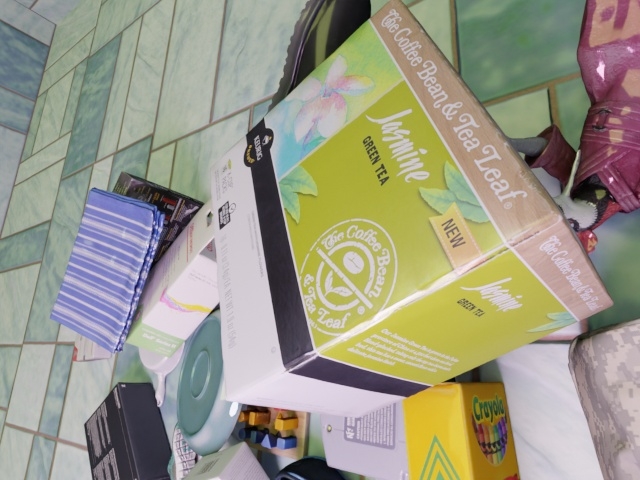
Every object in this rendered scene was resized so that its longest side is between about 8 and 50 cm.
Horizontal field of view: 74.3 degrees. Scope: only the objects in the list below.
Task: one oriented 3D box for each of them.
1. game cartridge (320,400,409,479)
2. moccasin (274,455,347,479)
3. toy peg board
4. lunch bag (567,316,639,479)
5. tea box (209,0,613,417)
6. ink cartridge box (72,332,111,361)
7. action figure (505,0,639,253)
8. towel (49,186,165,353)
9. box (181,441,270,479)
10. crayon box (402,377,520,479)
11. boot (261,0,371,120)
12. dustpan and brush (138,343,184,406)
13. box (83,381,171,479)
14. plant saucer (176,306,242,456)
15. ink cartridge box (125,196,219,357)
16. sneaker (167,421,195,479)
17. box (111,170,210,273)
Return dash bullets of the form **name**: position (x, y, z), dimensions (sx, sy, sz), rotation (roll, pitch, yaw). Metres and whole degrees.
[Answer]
- **game cartridge**: position (0.088, 0.241, 0.730), dimensions (0.196, 0.060, 0.294), rotation (-6, 72, 33)
- **moccasin**: position (0.049, 0.478, 0.639), dimensions (0.342, 0.117, 0.137), rotation (21, 89, 40)
- **toy peg board**: position (-0.107, 0.335, 0.833), dimensions (0.161, 0.079, 0.160), rotation (-7, 71, 37)
- **lunch bag**: position (0.368, 0.212, 0.386), dimensions (0.213, 0.256, 0.304), rotation (-18, 65, 33)
- **tea box**: position (0.062, -0.019, 0.486), dimensions (0.324, 0.220, 0.328), rotation (-35, 49, 23)
- **ink cartridge box**: position (-0.711, 0.325, 1.324), dimensions (0.135, 0.056, 0.099), rotation (-15, 67, 34)
- **action figure**: position (0.393, -0.155, 0.553), dimensions (0.248, 0.276, 0.370), rotation (33, 114, 45)
- **towel**: position (-0.492, 0.058, 0.959), dimensions (0.243, 0.040, 0.335), rotation (17, 89, 24)
- **box**: position (-0.157, 0.480, 0.769), dimensions (0.130, 0.091, 0.170), rotation (-30, 93, 27)
- **crayon box**: position (0.187, 0.294, 0.536), dimensions (0.081, 0.202, 0.318), rotation (-16, 67, 33)
- **boot**: position (0.124, -0.182, 0.696), dimensions (0.445, 0.146, 0.366), rotation (39, 118, 26)
- **dustpan and brush**: position (-0.419, 0.321, 1.105), dimensions (0.147, 0.060, 0.211), rotation (-8, 64, 23)
- **box**: position (-0.480, 0.516, 1.051), dimensions (0.184, 0.103, 0.261), rotation (-50, 52, 19)
- **plant saucer**: position (-0.245, 0.292, 0.916), dimensions (0.318, 0.044, 0.317), rotation (-33, 48, 46)
- **ink cartridge box**: position (-0.301, 0.077, 1.001), dimensions (0.353, 0.119, 0.207), rotation (-47, 31, 14)
- **sneaker**: position (-0.321, 0.497, 0.962), dimensions (0.076, 0.065, 0.166), rotation (-29, 58, 32)
- **box**: position (-0.458, 0.007, 1.110), dimensions (0.077, 0.242, 0.307), rotation (28, 94, 40)
